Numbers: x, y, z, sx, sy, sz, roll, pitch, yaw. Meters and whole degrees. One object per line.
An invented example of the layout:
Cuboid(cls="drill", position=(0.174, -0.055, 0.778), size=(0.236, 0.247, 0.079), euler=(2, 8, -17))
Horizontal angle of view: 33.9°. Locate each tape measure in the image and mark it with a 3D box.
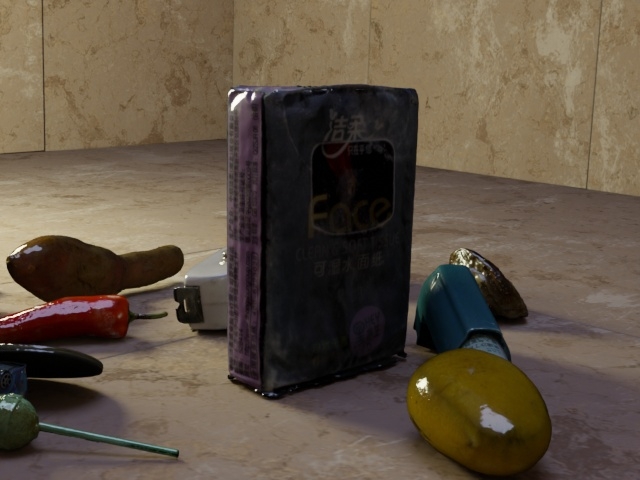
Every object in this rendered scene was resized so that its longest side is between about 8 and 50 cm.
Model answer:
Cuboid(cls="tape measure", position=(-0.077, 0.058, 1.534), size=(0.197, 0.120, 0.236), euler=(-1, 15, 17))

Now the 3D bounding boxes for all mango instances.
Cuboid(cls="mango", position=(0.159, 0.177, 1.054), size=(0.137, 0.098, 0.195), euler=(3, 18, -6))

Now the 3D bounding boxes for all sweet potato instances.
Cuboid(cls="sweet potato", position=(-0.339, 0.049, 1.600), size=(0.109, 0.109, 0.385), euler=(8, 0, 26))

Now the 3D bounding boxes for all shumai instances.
Cuboid(cls="shumai", position=(0.242, 0.076, 1.607), size=(0.105, 0.139, 0.123), euler=(-27, -22, 5))

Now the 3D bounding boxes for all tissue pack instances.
Cuboid(cls="tissue pack", position=(0.000, -0.013, 1.294), size=(0.259, 0.362, 0.122), euler=(-8, 15, -44))

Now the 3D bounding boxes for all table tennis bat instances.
Cuboid(cls="table tennis bat", position=(-0.370, 0.142, 1.203), size=(0.246, 0.022, 0.138), euler=(-2, -21, 15))

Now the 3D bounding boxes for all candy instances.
Cuboid(cls="candy", position=(-0.239, 0.193, 1.043), size=(0.202, 0.061, 0.061), euler=(10, 11, 1))

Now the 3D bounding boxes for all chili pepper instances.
Cuboid(cls="chili pepper", position=(-0.338, 0.107, 1.408), size=(0.272, 0.064, 0.071), euler=(-5, 1, -20))

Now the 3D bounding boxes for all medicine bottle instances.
Cuboid(cls="medicine bottle", position=(0.180, 0.124, 1.326), size=(0.079, 0.124, 0.258), euler=(4, 22, -9))

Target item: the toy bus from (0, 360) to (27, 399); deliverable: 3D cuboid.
Cuboid(cls="toy bus", position=(-0.367, 0.168, 1.081), size=(0.051, 0.061, 0.153), euler=(6, 13, 24))
